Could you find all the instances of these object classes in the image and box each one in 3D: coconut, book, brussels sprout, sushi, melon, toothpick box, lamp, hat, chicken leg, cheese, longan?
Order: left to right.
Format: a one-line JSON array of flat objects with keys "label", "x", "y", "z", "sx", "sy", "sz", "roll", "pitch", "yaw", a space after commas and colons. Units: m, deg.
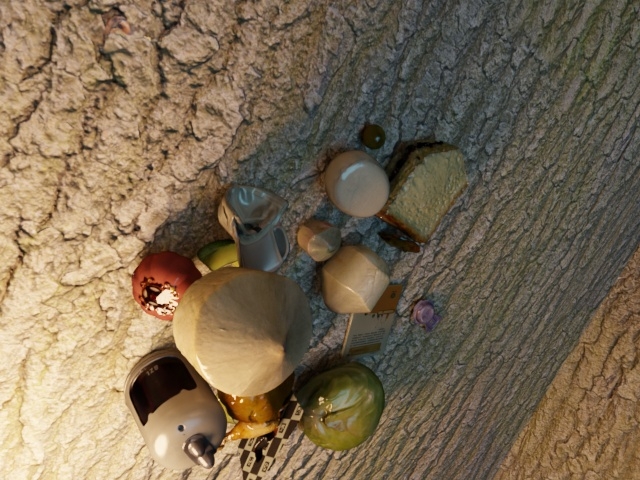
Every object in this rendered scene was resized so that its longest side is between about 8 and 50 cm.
[{"label": "lamp", "x": -0.376, "y": 0.110, "z": 1.278, "sx": 0.182, "sy": 0.140, "sz": 0.181, "roll": 5, "pitch": 115, "yaw": 11}, {"label": "toothpick box", "x": -0.367, "y": 0.459, "z": 1.344, "sx": 0.229, "sy": 0.316, "sz": 0.228, "roll": -17, "pitch": 122, "yaw": -29}, {"label": "melon", "x": -0.236, "y": 0.056, "z": 1.410, "sx": 0.118, "sy": 0.064, "sz": 0.209, "roll": -50, "pitch": 133, "yaw": -6}, {"label": "chicken leg", "x": -0.233, "y": 0.571, "z": 1.544, "sx": 0.252, "sy": 0.087, "sz": 0.107, "roll": -29, "pitch": 140, "yaw": 7}, {"label": "coconut", "x": -0.167, "y": 0.196, "z": 1.149, "sx": 0.329, "sy": 0.329, "sz": 0.328, "roll": -16, "pitch": 120, "yaw": -29}, {"label": "hat", "x": -0.188, "y": -0.017, "z": 1.347, "sx": 0.219, "sy": 0.164, "sz": 0.225, "roll": -14, "pitch": 122, "yaw": -54}, {"label": "sushi", "x": -0.143, "y": 0.607, "z": 1.595, "sx": 0.059, "sy": 0.292, "sz": 0.294, "roll": 36, "pitch": 88, "yaw": -18}, {"label": "coconut", "x": 0.000, "y": 0.000, "z": 1.509, "sx": 0.116, "sy": 0.122, "sz": 0.116, "roll": -17, "pitch": 122, "yaw": -29}, {"label": "brussels sprout", "x": 0.072, "y": 0.570, "z": 1.771, "sx": 0.328, "sy": 0.247, "sz": 0.327, "roll": -5, "pitch": 102, "yaw": -23}, {"label": "coconut", "x": 0.099, "y": 0.130, "z": 1.599, "sx": 0.222, "sy": 0.202, "sz": 0.202, "roll": -52, "pitch": 131, "yaw": -10}, {"label": "book", "x": 0.184, "y": 0.296, "z": 1.855, "sx": 0.208, "sy": 0.020, "sz": 0.295, "roll": -1, "pitch": 112, "yaw": -36}, {"label": "longan", "x": 0.159, "y": -0.309, "z": 1.517, "sx": 0.083, "sy": 0.075, "sz": 0.075, "roll": -70, "pitch": 147, "yaw": -46}, {"label": "cheese", "x": 0.413, "y": 0.293, "z": 2.004, "sx": 0.105, "sy": 0.042, "sz": 0.191, "roll": -47, "pitch": 131, "yaw": -6}]

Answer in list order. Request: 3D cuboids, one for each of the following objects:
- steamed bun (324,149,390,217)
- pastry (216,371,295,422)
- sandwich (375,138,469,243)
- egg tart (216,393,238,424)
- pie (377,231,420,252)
[{"label": "steamed bun", "x": 0.102, "y": -0.168, "z": 1.495, "sx": 0.177, "sy": 0.130, "sz": 0.228, "roll": -47, "pitch": 133, "yaw": 6}, {"label": "pastry", "x": -0.170, "y": 0.340, "z": 1.447, "sx": 0.356, "sy": 0.164, "sz": 0.355, "roll": 2, "pitch": 90, "yaw": -74}, {"label": "sandwich", "x": 0.324, "y": -0.176, "z": 1.654, "sx": 0.262, "sy": 0.131, "sz": 0.325, "roll": 29, "pitch": 96, "yaw": -40}, {"label": "egg tart", "x": -0.237, "y": 0.506, "z": 1.617, "sx": 0.197, "sy": 0.078, "sz": 0.197, "roll": -17, "pitch": 122, "yaw": -29}, {"label": "pie", "x": 0.280, "y": 0.012, "z": 1.741, "sx": 0.191, "sy": 0.088, "sz": 0.033, "roll": 25, "pitch": 67, "yaw": -40}]
